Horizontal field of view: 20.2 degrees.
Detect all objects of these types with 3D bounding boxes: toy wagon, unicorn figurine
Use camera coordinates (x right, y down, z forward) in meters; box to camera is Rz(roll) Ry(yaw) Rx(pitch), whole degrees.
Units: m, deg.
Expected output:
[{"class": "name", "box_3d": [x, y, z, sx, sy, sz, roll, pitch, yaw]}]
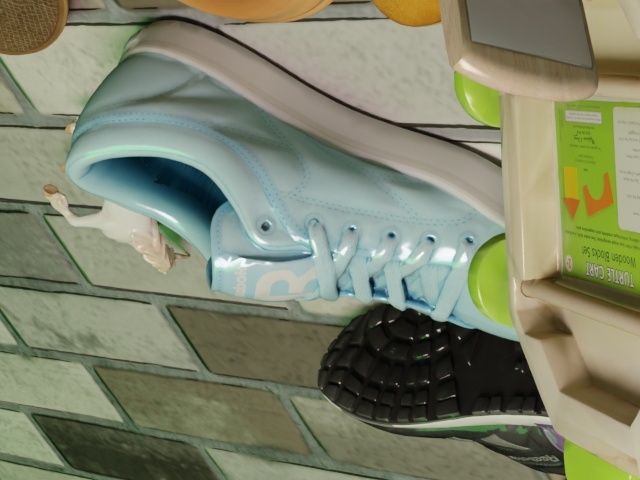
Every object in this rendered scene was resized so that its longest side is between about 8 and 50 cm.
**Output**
[{"class": "toy wagon", "box_3d": [0.152, 0.017, 0.927, 0.267, 0.068, 0.344, -157, 61, -73]}, {"class": "unicorn figurine", "box_3d": [-0.146, -0.033, 1.335, 0.111, 0.060, 0.162, 32, 149, 4]}]

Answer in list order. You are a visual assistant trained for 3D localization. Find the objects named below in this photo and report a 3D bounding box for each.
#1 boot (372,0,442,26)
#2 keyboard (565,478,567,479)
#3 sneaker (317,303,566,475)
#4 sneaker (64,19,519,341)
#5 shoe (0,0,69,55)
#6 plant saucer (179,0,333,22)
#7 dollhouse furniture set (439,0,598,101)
[{"class": "boot", "box_3d": [0.027, -0.161, 0.847, 0.104, 0.211, 0.295, 49, 146, 7]}, {"class": "keyboard", "box_3d": [0.312, 0.276, 1.362, 0.317, 0.033, 0.201, 35, 149, 0]}, {"class": "sneaker", "box_3d": [0.127, 0.122, 1.259, 0.283, 0.107, 0.124, 4, 143, 40]}, {"class": "sneaker", "box_3d": [0.000, 0.000, 1.161, 0.366, 0.150, 0.135, 26, 148, 14]}, {"class": "shoe", "box_3d": [-0.205, -0.202, 1.177, 0.076, 0.058, 0.219, -1, 149, -3]}, {"class": "plant saucer", "box_3d": [-0.070, -0.202, 1.060, 0.200, 0.037, 0.200, 24, 147, 17]}, {"class": "dollhouse furniture set", "box_3d": [0.218, -0.130, 0.542, 0.286, 0.198, 0.303, 10, 143, -21]}]
